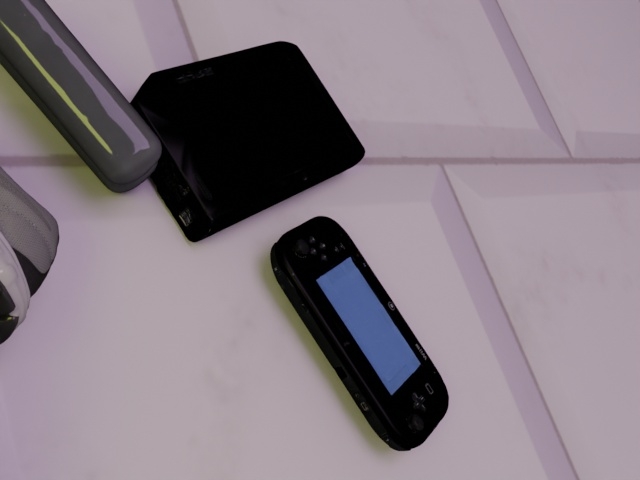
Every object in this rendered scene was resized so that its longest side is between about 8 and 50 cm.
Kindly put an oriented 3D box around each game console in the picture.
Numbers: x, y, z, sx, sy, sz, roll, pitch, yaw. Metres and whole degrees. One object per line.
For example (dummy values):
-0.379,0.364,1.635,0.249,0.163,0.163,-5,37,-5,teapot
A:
0.000,0.000,0.705,0.213,0.044,0.361,-31,87,-48,game console

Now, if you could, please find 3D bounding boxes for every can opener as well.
-0.233,-0.138,0.578,0.095,0.076,0.283,-41,96,-16,can opener

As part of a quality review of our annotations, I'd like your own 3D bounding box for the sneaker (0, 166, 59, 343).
-0.265,-0.054,0.471,0.271,0.100,0.108,45,29,-15,sneaker
